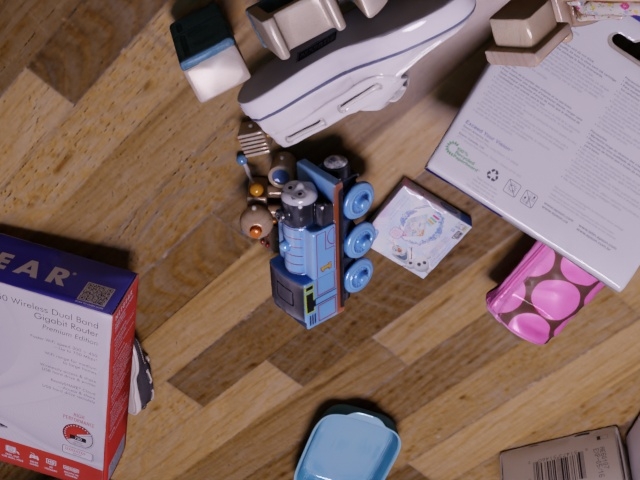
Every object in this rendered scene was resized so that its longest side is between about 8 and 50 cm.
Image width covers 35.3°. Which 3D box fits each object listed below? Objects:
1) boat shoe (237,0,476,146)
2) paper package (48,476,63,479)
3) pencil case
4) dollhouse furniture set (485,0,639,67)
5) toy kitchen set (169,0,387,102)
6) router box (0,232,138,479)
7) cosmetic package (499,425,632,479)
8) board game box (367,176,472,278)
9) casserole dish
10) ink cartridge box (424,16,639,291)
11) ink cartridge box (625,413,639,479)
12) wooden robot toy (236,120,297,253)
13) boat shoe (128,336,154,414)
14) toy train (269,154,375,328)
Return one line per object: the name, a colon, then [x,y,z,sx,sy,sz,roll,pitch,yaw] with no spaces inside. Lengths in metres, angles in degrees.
boat shoe: [0.043,-0.166,0.957,0.258,0.095,0.084,-20,126,33]
paper package: [-0.326,0.511,1.447,0.324,0.168,0.309,38,122,-18]
pencil case: [0.257,0.019,1.057,0.098,0.095,0.209,1,134,-38]
dollhouse furniture set: [0.357,-0.164,0.737,0.303,0.355,0.174,16,139,47]
toy kitchen set: [-0.060,-0.257,0.901,0.207,0.122,0.166,-27,120,1]
router box: [-0.396,0.130,1.204,0.335,0.082,0.301,15,127,5]
cosmetic package: [0.358,0.397,1.309,0.160,0.113,0.309,-19,121,20]
board game box: [0.102,-0.012,1.096,0.090,0.020,0.090,30,125,-15]
casserole dish: [0.034,0.277,1.309,0.114,0.037,0.188,17,127,-5]
ink cartridge box: [0.247,-0.104,0.943,0.223,0.045,0.224,33,93,-2]
ink cartridge box: [0.570,0.317,1.112,0.394,0.286,0.166,14,128,-2]
wooden robot toy: [-0.055,-0.036,1.063,0.076,0.079,0.173,3,127,5]
boat shoe: [-0.231,0.162,1.258,0.046,0.038,0.125,21,129,32]
toy train: [0.000,0.000,1.058,0.080,0.105,0.184,34,139,38]
